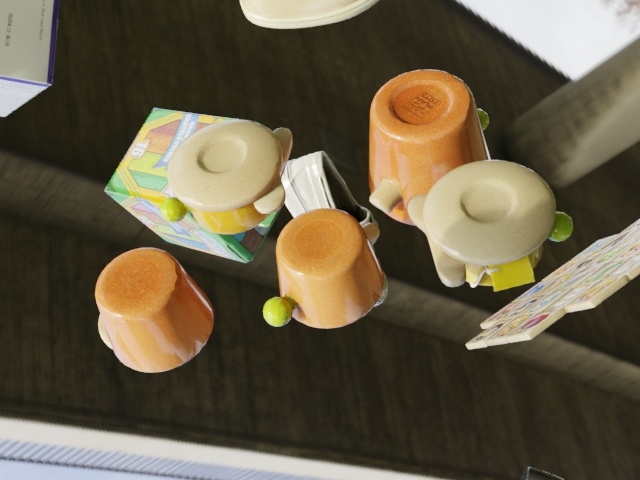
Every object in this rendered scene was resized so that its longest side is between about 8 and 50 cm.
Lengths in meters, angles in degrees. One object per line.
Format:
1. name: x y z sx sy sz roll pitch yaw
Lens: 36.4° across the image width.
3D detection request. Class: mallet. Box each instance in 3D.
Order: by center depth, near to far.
1. mallet: 0.270 0.328 1.117 0.062 0.039 0.189 18 -160 -3

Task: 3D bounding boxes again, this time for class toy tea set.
1. toy tea set: 0.000 0.000 0.710 0.124 0.336 0.200 74 -177 -51

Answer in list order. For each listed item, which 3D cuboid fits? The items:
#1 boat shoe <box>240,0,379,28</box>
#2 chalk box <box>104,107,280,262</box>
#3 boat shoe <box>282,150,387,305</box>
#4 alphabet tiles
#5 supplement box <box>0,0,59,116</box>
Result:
1. boat shoe: 0.050 -0.294 0.926 0.098 0.302 0.109 49 -148 -55
2. chalk box: -0.178 -0.090 1.617 0.179 0.289 0.180 44 -114 -43
3. boat shoe: 0.040 -0.016 1.427 0.267 0.088 0.096 58 -151 -19
4. alphabet tiles: 0.347 0.036 1.226 0.343 0.285 0.011 -33 -89 -18
5. supplement box: -0.402 -0.227 1.173 0.114 0.220 0.111 6 -97 -29
